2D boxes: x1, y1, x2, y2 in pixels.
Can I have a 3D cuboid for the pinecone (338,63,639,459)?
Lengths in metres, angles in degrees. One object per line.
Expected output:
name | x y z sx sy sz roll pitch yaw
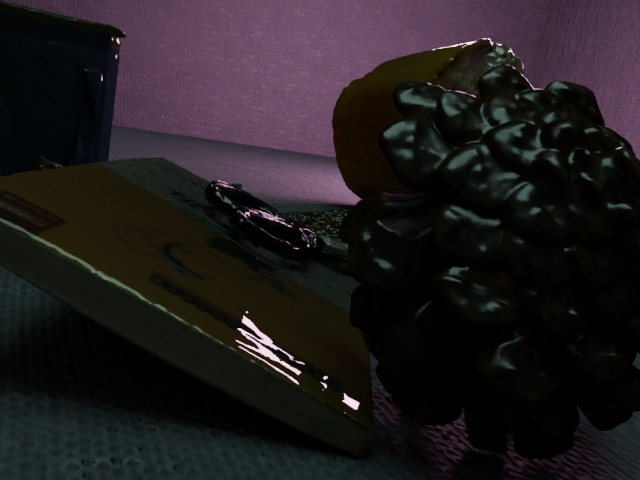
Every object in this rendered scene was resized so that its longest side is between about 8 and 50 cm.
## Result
pinecone | 0.110 0.017 0.392 0.203 0.228 0.201 5 -32 8

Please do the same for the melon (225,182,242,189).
melon | -0.216 -0.070 0.960 0.182 0.054 0.098 0 9 -43

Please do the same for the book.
book | -0.077 0.012 0.515 0.269 0.032 0.389 29 11 -3

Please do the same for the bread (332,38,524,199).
bread | 0.195 -0.192 1.265 0.250 0.360 0.394 -22 19 -38

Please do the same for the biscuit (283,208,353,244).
biscuit | 0.062 -0.018 0.908 0.237 0.026 0.131 -4 24 -29

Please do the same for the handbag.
handbag | -0.381 -0.155 0.738 0.222 0.240 0.263 21 15 39

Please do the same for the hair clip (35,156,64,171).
hair clip | -0.183 -0.023 0.684 0.173 0.069 0.300 21 4 29

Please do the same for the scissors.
scissors | 0.000 0.000 0.647 0.109 0.022 0.300 42 14 33
